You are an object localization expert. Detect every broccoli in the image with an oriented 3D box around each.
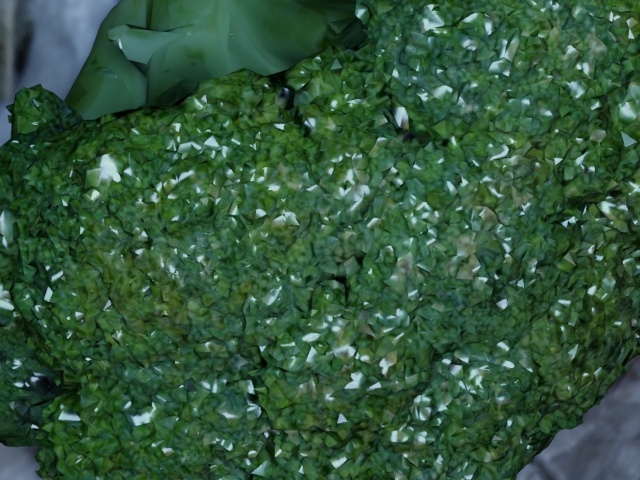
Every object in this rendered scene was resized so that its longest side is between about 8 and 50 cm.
[{"bbox_3d":[0.006,0.001,0.884,0.413,0.310,0.321,-35,116,29],"label":"broccoli"}]
